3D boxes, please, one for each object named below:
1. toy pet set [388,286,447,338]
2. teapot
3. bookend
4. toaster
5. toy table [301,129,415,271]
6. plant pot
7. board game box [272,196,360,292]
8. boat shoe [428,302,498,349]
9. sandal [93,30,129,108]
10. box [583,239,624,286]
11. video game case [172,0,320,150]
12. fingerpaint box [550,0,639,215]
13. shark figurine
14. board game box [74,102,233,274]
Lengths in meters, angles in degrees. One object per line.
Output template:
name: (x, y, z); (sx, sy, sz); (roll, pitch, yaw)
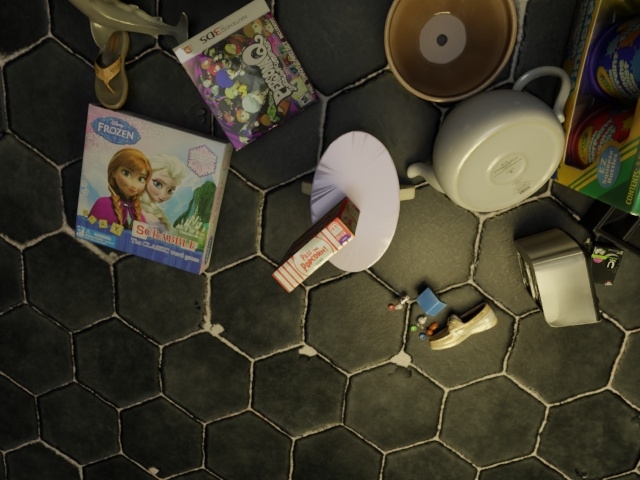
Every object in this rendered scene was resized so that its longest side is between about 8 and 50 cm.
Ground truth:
toy pet set: (0.238, 0.171, 1.090); (0.122, 0.065, 0.114); (42, 107, -7)
teapot: (0.327, -0.197, 0.911); (0.255, 0.187, 0.253); (-6, 137, -9)
bookend: (0.660, -0.056, 0.965); (0.157, 0.072, 0.156); (30, 108, -3)
toaster: (0.489, 0.068, 0.973); (0.110, 0.168, 0.186); (-16, 105, 12)
toy table: (0.073, -0.092, 0.980); (0.252, 0.161, 0.275); (14, 107, 3)
plant pot: (0.239, -0.389, 0.895); (0.237, 0.110, 0.238); (2, 108, 7)
board game box: (0.000, 0.000, 0.831); (0.146, 0.193, 0.045); (-41, 97, 15)
boat shoe: (0.324, 0.196, 1.092); (0.170, 0.063, 0.059); (-28, 99, 4)
sandal: (-0.449, -0.374, 0.997); (0.072, 0.049, 0.180); (7, 92, 3)
box: (0.602, 0.049, 1.014); (0.062, 0.052, 0.083); (11, 109, 5)
video game case: (-0.147, -0.336, 0.961); (0.210, 0.042, 0.232); (-31, 105, -2)
fingerpaint box: (0.536, -0.288, 0.752); (0.163, 0.371, 0.445); (7, 108, 3)
shark figurine: (-0.405, -0.440, 0.961); (0.278, 0.166, 0.116); (17, 94, -26)
board game box: (-0.387, -0.115, 1.078); (0.318, 0.066, 0.318); (16, 108, 2)
